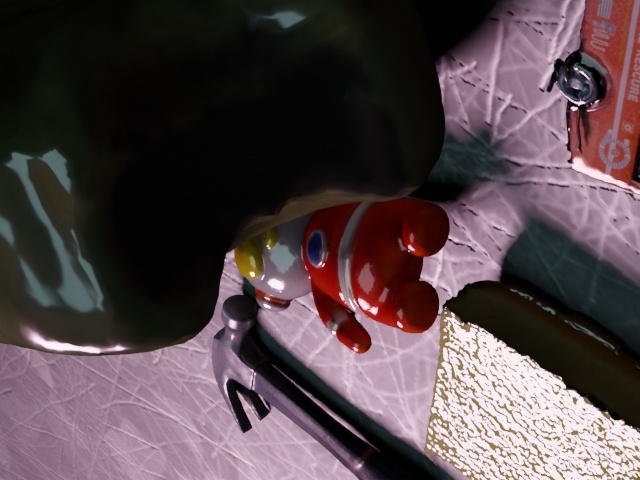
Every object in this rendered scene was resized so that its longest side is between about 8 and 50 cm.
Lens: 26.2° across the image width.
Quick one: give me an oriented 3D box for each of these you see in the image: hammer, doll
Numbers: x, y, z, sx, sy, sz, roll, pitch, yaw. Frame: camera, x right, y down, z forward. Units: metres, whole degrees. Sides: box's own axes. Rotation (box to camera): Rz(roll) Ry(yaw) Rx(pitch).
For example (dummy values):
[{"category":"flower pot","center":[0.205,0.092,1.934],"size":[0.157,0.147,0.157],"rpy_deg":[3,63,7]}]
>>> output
[{"category":"hammer","center":[0.013,0.177,1.204],"size":[0.290,0.037,0.137],"rpy_deg":[38,143,22]},{"category":"doll","center":[0.000,0.000,1.016],"size":[0.245,0.076,0.142],"rpy_deg":[16,99,48]}]

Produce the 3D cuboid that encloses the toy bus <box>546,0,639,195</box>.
[{"category":"toy bus","center":[0.181,-0.129,0.709],"size":[0.096,0.073,0.235],"rpy_deg":[25,138,23]}]

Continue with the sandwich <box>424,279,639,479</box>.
[{"category":"sandwich","center":[0.186,0.158,0.964],"size":[0.245,0.063,0.212],"rpy_deg":[35,146,27]}]

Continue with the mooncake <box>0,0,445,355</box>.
[{"category":"mooncake","center":[-0.105,-0.083,0.846],"size":[0.351,0.351,0.187],"rpy_deg":[5,126,48]}]
